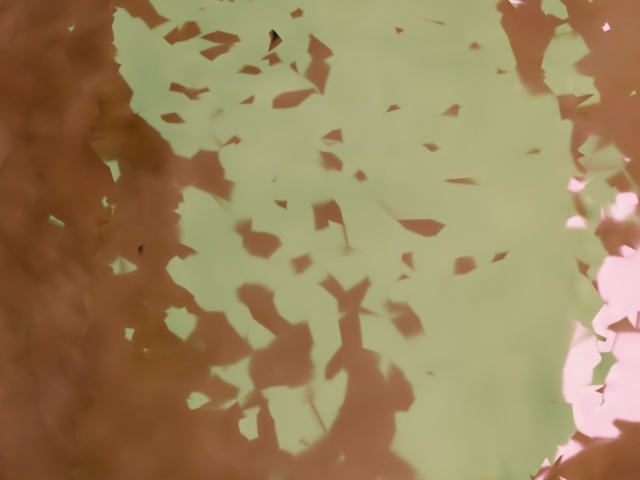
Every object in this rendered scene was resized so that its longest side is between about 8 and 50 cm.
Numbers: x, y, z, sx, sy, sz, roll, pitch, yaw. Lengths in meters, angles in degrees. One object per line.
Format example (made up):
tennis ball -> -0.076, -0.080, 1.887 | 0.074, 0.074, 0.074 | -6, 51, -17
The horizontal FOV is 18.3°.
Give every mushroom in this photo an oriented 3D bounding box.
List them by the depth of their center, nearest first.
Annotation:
mushroom -> 0.003, -0.006, 0.484 | 0.292, 0.217, 0.212 | 3, 43, 22
